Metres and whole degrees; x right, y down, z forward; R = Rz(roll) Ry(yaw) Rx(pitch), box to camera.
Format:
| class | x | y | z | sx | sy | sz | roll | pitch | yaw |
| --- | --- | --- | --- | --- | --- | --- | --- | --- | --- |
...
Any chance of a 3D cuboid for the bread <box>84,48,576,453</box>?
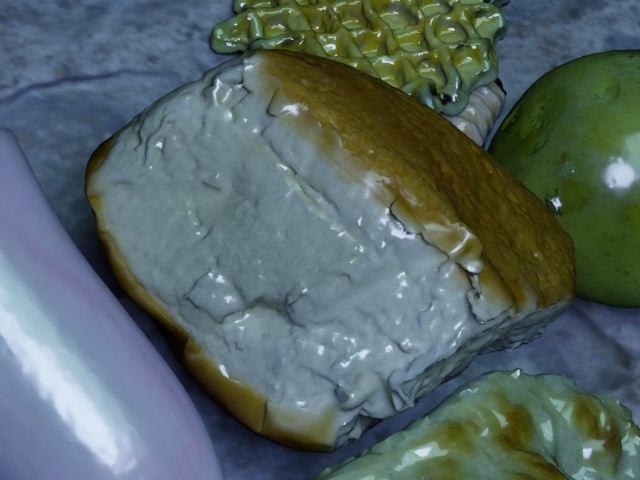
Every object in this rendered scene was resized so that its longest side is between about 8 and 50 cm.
| class | x | y | z | sx | sy | sz | roll | pitch | yaw |
| --- | --- | --- | --- | --- | --- | --- | --- | --- | --- |
| bread | 0.000 | 0.000 | 1.110 | 0.279 | 0.225 | 0.250 | 48 | 21 | 12 |

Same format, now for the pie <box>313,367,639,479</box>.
| class | x | y | z | sx | sy | sz | roll | pitch | yaw |
| --- | --- | --- | --- | --- | --- | --- | --- | --- | --- |
| pie | 0.138 | 0.274 | 1.018 | 0.418 | 0.180 | 0.395 | 47 | 57 | 3 |

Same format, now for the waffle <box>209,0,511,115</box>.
| class | x | y | z | sx | sy | sz | roll | pitch | yaw |
| --- | --- | --- | --- | --- | --- | --- | --- | --- | --- |
| waffle | 0.037 | -0.169 | 1.348 | 0.223 | 0.054 | 0.204 | 22 | 51 | 10 |

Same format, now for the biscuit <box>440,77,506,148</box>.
| class | x | y | z | sx | sy | sz | roll | pitch | yaw |
| --- | --- | --- | --- | --- | --- | --- | --- | --- | --- |
| biscuit | 0.087 | -0.057 | 1.318 | 0.061 | 0.055 | 0.219 | 26 | 49 | 3 |

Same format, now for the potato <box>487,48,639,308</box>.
| class | x | y | z | sx | sy | sz | roll | pitch | yaw |
| --- | --- | --- | --- | --- | --- | --- | --- | --- | --- |
| potato | 0.269 | -0.049 | 1.305 | 0.304 | 0.216 | 0.216 | -6 | 62 | -24 |

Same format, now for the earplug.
| class | x | y | z | sx | sy | sz | roll | pitch | yaw |
| --- | --- | --- | --- | --- | --- | --- | --- | --- | --- |
| earplug | -0.166 | 0.099 | 1.040 | 0.301 | 0.172 | 0.172 | 51 | 52 | 2 |
